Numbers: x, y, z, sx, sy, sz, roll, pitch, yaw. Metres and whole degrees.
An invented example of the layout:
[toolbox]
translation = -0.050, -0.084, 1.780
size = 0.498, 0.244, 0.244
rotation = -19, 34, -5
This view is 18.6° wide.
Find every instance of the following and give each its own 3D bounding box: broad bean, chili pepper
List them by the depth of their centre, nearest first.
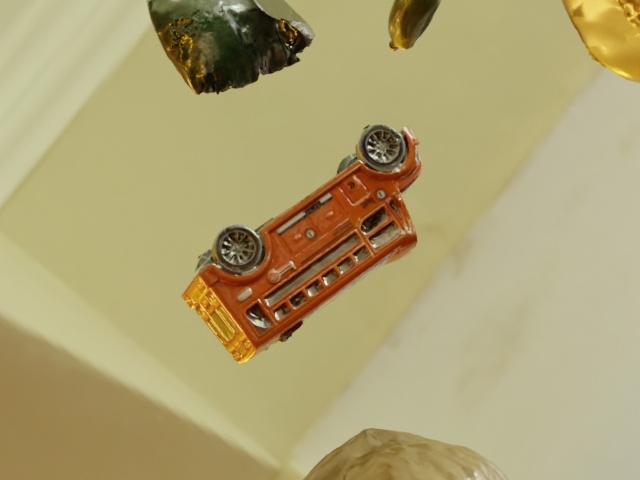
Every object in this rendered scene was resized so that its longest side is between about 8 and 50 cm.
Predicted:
[chili pepper]
translation = -0.089, -0.231, 1.901
size = 0.116, 0.148, 0.264
rotation = -32, 19, 17
[broad bean]
translation = 0.119, -0.291, 2.272
size = 0.070, 0.048, 0.213
rotation = -41, -19, -39

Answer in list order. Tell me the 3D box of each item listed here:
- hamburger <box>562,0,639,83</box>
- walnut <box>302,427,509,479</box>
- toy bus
[hamburger]
translation = 0.358, -0.295, 1.944
size = 0.276, 0.179, 0.294
rotation = 46, -134, -26
[walnut]
translation = 0.090, 0.358, 1.983
size = 0.306, 0.344, 0.306
rotation = -14, -13, -3
[toy bus]
translation = 0.000, 0.000, 2.332
size = 0.329, 0.153, 0.143
rotation = -36, -4, -19
